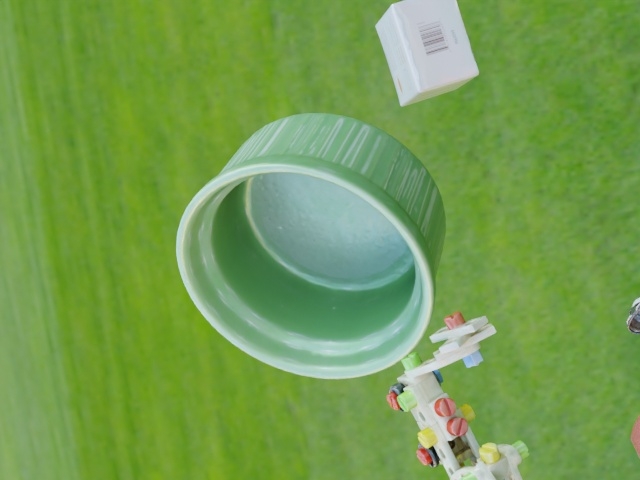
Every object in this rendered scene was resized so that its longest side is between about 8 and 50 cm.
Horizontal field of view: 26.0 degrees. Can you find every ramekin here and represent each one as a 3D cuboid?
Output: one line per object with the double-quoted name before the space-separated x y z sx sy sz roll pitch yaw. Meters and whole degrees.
"ramekin" 0.000 0.000 1.605 0.148 0.303 0.303 -63 -15 -49

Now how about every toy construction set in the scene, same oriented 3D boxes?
"toy construction set" 0.215 0.275 2.133 0.215 0.151 0.327 163 93 -69

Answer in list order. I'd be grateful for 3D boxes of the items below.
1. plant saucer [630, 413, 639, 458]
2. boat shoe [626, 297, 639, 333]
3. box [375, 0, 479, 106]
"plant saucer" 0.358 0.136 0.964 0.047 0.259 0.258 57 -170 -25
"boat shoe" 0.410 0.083 1.692 0.038 0.046 0.125 -62 5 -23
"box" 0.149 -0.272 1.963 0.170 0.091 0.130 176 76 -85
